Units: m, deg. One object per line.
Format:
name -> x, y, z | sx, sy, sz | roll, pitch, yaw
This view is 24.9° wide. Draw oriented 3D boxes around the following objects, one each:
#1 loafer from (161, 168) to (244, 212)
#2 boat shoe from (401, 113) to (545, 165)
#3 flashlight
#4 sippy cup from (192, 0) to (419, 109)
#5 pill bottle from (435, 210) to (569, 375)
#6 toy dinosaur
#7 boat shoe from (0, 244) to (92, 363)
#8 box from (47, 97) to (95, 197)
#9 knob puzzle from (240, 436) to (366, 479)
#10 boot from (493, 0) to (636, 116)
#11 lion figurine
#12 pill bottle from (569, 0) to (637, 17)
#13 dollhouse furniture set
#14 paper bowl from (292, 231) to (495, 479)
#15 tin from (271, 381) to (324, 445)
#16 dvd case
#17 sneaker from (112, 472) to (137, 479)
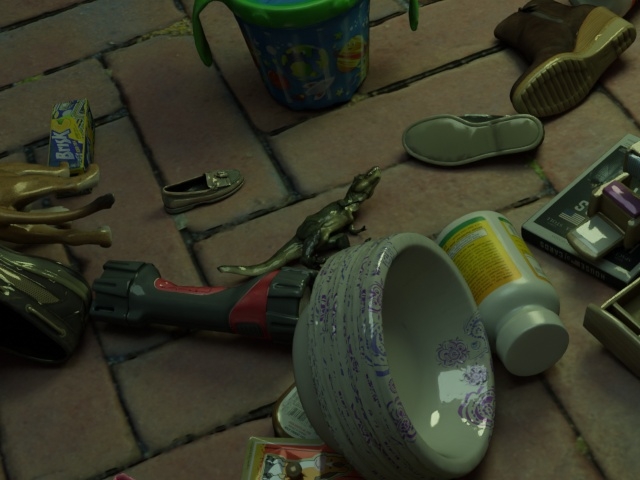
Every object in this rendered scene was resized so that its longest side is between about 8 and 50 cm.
loafer -> -0.171, -0.078, 2.109 | 0.125, 0.039, 0.045 | -22, 44, -10
boat shoe -> 0.223, -0.147, 2.095 | 0.206, 0.075, 0.065 | -3, 1, 17
flashlight -> -0.148, 0.073, 1.910 | 0.304, 0.103, 0.103 | 7, 3, 23
sippy cup -> -0.021, -0.330, 2.202 | 0.305, 0.224, 0.240 | 17, 52, 28
pill bottle -> 0.228, 0.068, 1.814 | 0.117, 0.117, 0.208 | -19, 44, -8
toy dinosaur -> 0.000, 0.000, 1.980 | 0.268, 0.064, 0.118 | -34, 41, -18
boat shoe -> -0.461, 0.067, 1.859 | 0.355, 0.132, 0.130 | 16, 44, -23
box -> -0.380, -0.142, 2.211 | 0.059, 0.054, 0.169 | -10, 44, 3
knob puzzle -> -0.002, 0.305, 1.660 | 0.213, 0.030, 0.213 | -4, 54, 5
boot -> 0.332, -0.282, 2.198 | 0.248, 0.090, 0.207 | -35, 36, -21
lion figurine -> -0.440, -0.052, 1.987 | 0.240, 0.142, 0.392 | -1, -2, -25
pill bottle -> 0.486, -0.451, 2.289 | 0.121, 0.121, 0.221 | 23, 54, 31
dollhouse furniture set -> 0.411, -0.023, 1.705 | 0.198, 0.303, 0.286 | -33, 58, -22
paper bowl -> 0.076, 0.142, 1.660 | 0.148, 0.284, 0.284 | -17, 38, 31
tin -> 0.020, 0.194, 1.791 | 0.106, 0.040, 0.189 | 27, 56, 29
dvd case -> 0.414, -0.041, 1.950 | 0.238, 0.029, 0.179 | -39, 49, -26
sneaker -> -0.202, 0.311, 1.703 | 0.119, 0.057, 0.047 | 22, 51, 29
